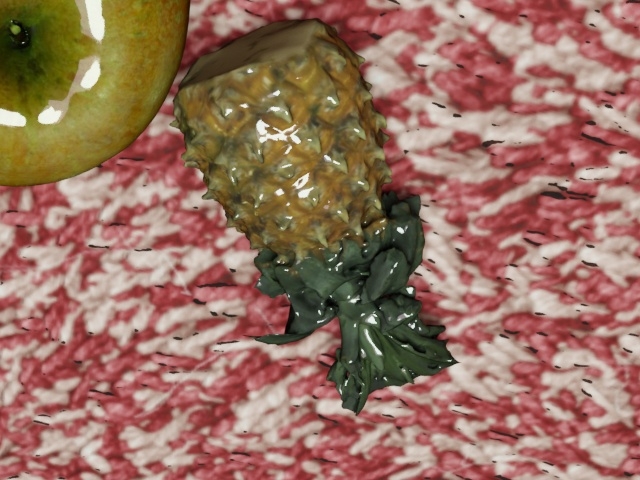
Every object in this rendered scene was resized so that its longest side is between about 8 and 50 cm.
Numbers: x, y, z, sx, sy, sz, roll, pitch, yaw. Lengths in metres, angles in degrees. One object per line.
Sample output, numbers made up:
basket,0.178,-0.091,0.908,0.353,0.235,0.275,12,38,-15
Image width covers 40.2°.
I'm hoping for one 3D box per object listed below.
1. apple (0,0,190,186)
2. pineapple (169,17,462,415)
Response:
apple,-0.207,-0.154,0.588,0.237,0.207,0.237,-7,119,-14
pineapple,0.000,0.000,0.658,0.170,0.141,0.310,-33,115,-18
